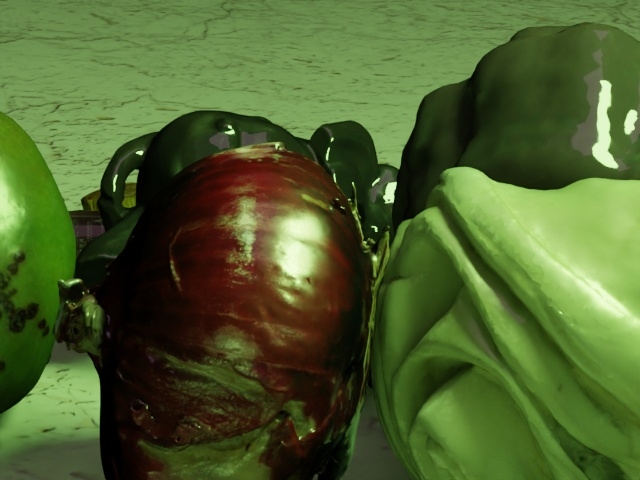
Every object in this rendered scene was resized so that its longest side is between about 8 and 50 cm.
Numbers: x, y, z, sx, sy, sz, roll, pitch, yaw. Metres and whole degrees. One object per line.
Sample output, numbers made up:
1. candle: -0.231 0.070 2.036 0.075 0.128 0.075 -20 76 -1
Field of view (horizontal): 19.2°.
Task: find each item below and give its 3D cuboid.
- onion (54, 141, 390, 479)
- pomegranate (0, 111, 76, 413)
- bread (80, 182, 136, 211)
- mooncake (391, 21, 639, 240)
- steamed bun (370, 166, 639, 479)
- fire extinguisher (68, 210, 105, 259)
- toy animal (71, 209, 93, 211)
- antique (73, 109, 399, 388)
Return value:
1. onion: -0.081 0.079 1.389 0.232 0.314 0.314 10 18 -4
2. pomegranate: -0.326 0.028 1.622 0.291 0.291 0.323 8 -16 16
3. bread: -0.222 -0.030 2.094 0.085 0.053 0.085 -9 14 2
4. mooncake: 0.239 -0.014 1.585 0.350 0.381 0.212 -3 54 18
5. steamed bun: 0.187 0.114 1.401 0.324 0.310 0.219 10 54 23
6. fire extinguisher: -0.251 0.011 1.884 0.269 0.105 0.105 0 18 -4
7. toy animal: -0.247 0.000 2.014 0.105 0.070 0.202 0 9 -40
8. antique: -0.049 -0.007 1.758 0.322 0.185 0.255 24 32 -6
